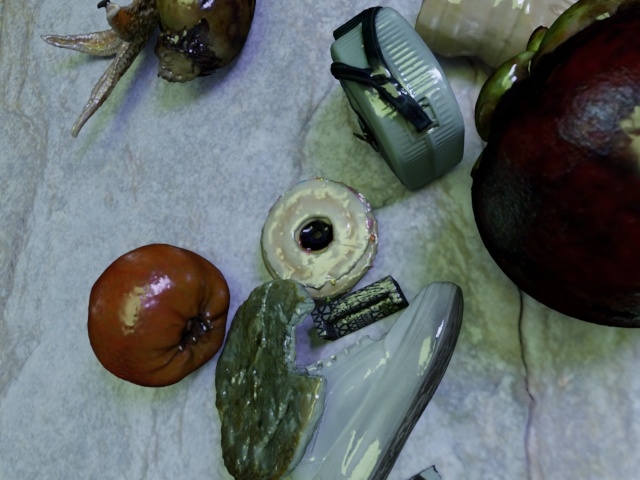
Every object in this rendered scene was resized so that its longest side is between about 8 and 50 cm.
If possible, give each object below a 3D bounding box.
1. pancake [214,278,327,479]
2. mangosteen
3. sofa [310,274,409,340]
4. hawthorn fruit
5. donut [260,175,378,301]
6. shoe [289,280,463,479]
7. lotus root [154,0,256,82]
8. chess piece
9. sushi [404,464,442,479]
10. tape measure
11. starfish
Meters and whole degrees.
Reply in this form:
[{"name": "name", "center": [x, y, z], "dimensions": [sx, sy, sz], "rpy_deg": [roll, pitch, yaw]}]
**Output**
[{"name": "pancake", "center": [-0.071, 0.167, 0.515], "dimensions": [0.253, 0.037, 0.254], "rpy_deg": [-32, 50, 48]}, {"name": "mangosteen", "center": [0.281, -0.073, 0.386], "dimensions": [0.310, 0.311, 0.312], "rpy_deg": [-5, 75, 18]}, {"name": "sofa", "center": [0.052, 0.090, 0.544], "dimensions": [0.117, 0.060, 0.039], "rpy_deg": [-28, 66, 11]}, {"name": "hawthorn fruit", "center": [-0.242, 0.093, 0.583], "dimensions": [0.225, 0.196, 0.197], "rpy_deg": [13, 81, 34]}, {"name": "donut", "center": [0.000, 0.000, 0.582], "dimensions": [0.174, 0.068, 0.175], "rpy_deg": [-4, 76, 16]}, {"name": "shoe", "center": [0.041, 0.172, 0.500], "dimensions": [0.159, 0.124, 0.317], "rpy_deg": [25, 85, 31]}, {"name": "lotus root", "center": [-0.179, -0.405, 0.690], "dimensions": [0.141, 0.169, 0.314], "rpy_deg": [12, 78, 5]}, {"name": "chess piece", "center": [0.279, -0.273, 0.537], "dimensions": [0.300, 0.137, 0.137], "rpy_deg": [23, 85, 12]}, {"name": "sushi", "center": [0.069, 0.440, 0.421], "dimensions": [0.292, 0.059, 0.294], "rpy_deg": [-33, 41, 3]}, {"name": "tape measure", "center": [0.076, -0.191, 0.531], "dimensions": [0.115, 0.207, 0.235], "rpy_deg": [-31, 71, 12]}, {"name": "starfish", "center": [-0.346, -0.409, 0.730], "dimensions": [0.398, 0.132, 0.384], "rpy_deg": [-22, 47, 32]}]
